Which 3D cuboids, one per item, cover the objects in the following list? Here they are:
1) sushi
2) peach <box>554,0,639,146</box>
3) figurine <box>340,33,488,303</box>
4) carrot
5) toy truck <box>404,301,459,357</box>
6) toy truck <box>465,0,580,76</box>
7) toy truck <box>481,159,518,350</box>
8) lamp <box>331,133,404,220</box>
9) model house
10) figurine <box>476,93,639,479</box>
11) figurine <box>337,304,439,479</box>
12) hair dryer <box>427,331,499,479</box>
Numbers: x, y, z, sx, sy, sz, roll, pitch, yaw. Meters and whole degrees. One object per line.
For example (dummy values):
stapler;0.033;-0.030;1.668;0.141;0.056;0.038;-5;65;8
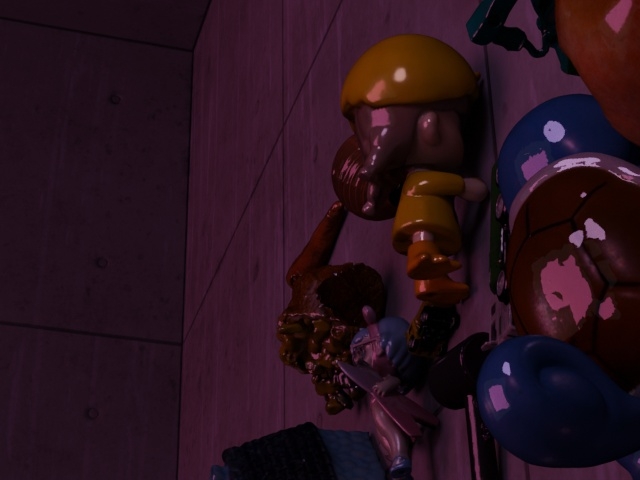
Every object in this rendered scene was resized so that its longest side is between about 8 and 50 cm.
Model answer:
sushi;0.012;0.143;2.219;0.296;0.167;0.179;-42;21;55
peach;0.298;-0.177;1.168;0.214;0.214;0.235;121;150;-56
figurine;0.128;-0.101;1.872;0.215;0.187;0.343;101;165;-65
carrot;0.000;0.000;2.533;0.224;0.057;0.057;117;157;-43
toy truck;0.144;0.114;1.913;0.054;0.049;0.083;-97;22;-49
toy truck;0.285;-0.316;1.376;0.176;0.178;0.363;-98;25;-48
toy truck;0.227;0.007;1.565;0.125;0.101;0.242;116;160;-62
lamp;0.082;-0.095;2.099;0.136;0.136;0.136;-172;90;-75
model house;-0.036;0.411;2.069;0.261;0.241;0.225;-117;40;-65
figurine;0.248;0.056;1.210;0.416;0.243;0.298;-76;9;-49
figurine;0.106;0.224;1.948;0.205;0.103;0.260;61;-166;-45
hair dryer;0.185;0.240;1.699;0.114;0.071;0.248;133;134;-64
